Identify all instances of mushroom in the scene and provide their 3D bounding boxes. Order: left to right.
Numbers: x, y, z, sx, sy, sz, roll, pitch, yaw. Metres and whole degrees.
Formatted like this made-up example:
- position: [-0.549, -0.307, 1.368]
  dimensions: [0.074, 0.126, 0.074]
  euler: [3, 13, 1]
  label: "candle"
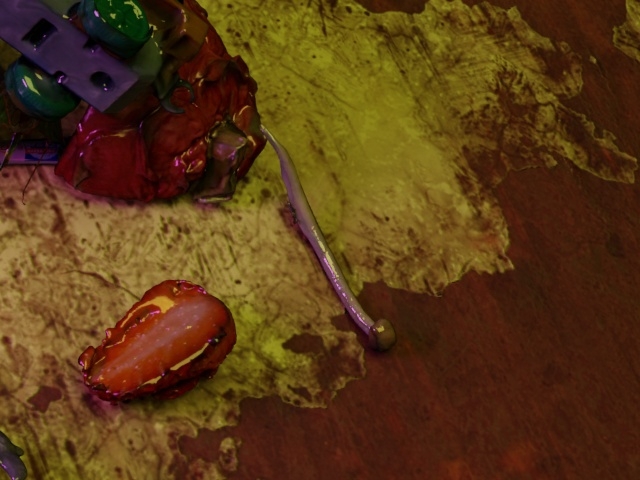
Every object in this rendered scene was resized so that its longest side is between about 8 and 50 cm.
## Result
- position: [0.002, -0.001, 1.916]
  dimensions: [0.043, 0.068, 0.306]
  euler: [-25, 82, -37]
  label: "mushroom"

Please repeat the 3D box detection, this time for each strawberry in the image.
- position: [-0.182, 0.123, 1.782]
  dimensions: [0.188, 0.082, 0.121]
  euler: [-32, 56, -22]
  label: "strawberry"

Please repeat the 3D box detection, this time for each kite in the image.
- position: [-0.346, -0.102, 1.788]
  dimensions: [0.006, 0.198, 0.244]
  euler: [25, 93, 22]
  label: "kite"

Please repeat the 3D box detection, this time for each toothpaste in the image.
- position: [-0.344, -0.104, 1.875]
  dimensions: [0.170, 0.028, 0.045]
  euler: [-3, 61, -26]
  label: "toothpaste"

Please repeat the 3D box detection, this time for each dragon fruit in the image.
- position: [-0.148, -0.171, 1.904]
  dimensions: [0.205, 0.152, 0.317]
  euler: [30, 50, -6]
  label: "dragon fruit"

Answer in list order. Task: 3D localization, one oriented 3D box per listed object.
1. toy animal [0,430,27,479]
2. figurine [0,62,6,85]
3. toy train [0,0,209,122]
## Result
- position: [-0.433, 0.166, 1.602]
  dimensions: [0.367, 0.081, 0.206]
  euler: [7, 17, 10]
  label: "toy animal"
- position: [-0.438, -0.303, 1.843]
  dimensions: [0.277, 0.248, 0.388]
  euler: [5, 70, -13]
  label: "figurine"
- position: [-0.294, -0.298, 1.705]
  dimensions: [0.429, 0.178, 0.249]
  euler: [37, 43, -20]
  label: "toy train"
